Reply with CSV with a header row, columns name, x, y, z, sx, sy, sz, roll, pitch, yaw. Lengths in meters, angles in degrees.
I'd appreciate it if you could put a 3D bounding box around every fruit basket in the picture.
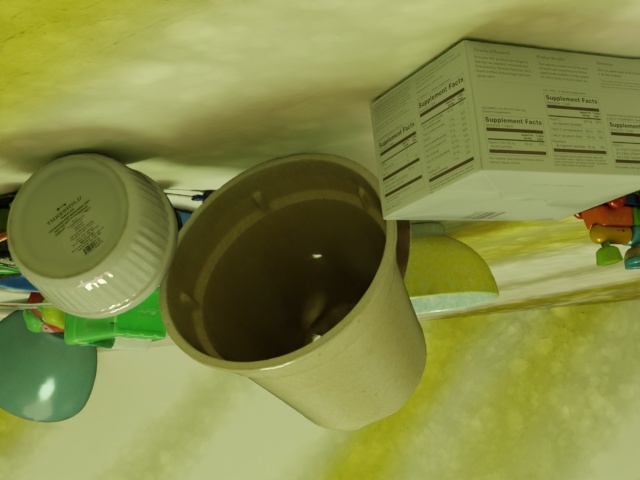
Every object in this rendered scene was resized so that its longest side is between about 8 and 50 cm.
name,x,y,z,sx,sy,sz,roll,pitch,yaw
fruit basket,-0.514,0.159,2.129,0.353,0.165,0.327,-7,169,23

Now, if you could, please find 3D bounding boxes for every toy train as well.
name,x,y,z,sx,sy,sz,roll,pitch,yaw
toy train,0.499,-0.019,1.791,0.248,0.143,0.105,1,167,-33

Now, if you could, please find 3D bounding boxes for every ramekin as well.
name,x,y,z,sx,sy,sz,roll,pitch,yaw
ramekin,-0.295,-0.014,1.274,0.207,0.207,0.109,-8,159,11

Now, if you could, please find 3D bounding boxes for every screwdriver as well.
name,x,y,z,sx,sy,sz,roll,pitch,yaw
screwdriver,-0.205,-0.063,1.507,0.170,0.025,0.024,1,167,-34

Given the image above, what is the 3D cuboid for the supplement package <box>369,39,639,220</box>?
name,x,y,z,sx,sy,sz,roll,pitch,yaw
supplement package,0.222,-0.115,1.152,0.262,0.145,0.204,1,167,-27

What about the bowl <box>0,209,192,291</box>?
name,x,y,z,sx,sy,sz,roll,pitch,yaw
bowl,-0.364,0.020,1.714,0.391,0.077,0.391,-6,169,-1

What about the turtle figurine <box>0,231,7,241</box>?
name,x,y,z,sx,sy,sz,roll,pitch,yaw
turtle figurine,-0.508,-0.057,1.219,0.270,0.087,0.217,5,159,-11

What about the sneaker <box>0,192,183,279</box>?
name,x,y,z,sx,sy,sz,roll,pitch,yaw
sneaker,-0.369,-0.003,1.445,0.344,0.134,0.146,-5,168,-4

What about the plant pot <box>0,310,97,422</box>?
name,x,y,z,sx,sy,sz,roll,pitch,yaw
plant pot,-0.648,0.256,2.382,0.290,0.290,0.195,5,128,-44

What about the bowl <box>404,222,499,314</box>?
name,x,y,z,sx,sy,sz,roll,pitch,yaw
bowl,0.195,0.053,1.967,0.290,0.155,0.289,-5,169,-1

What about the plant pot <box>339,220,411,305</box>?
name,x,y,z,sx,sy,sz,roll,pitch,yaw
plant pot,-0.004,0.015,1.621,0.231,0.215,0.215,12,164,-17

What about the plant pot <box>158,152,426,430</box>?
name,x,y,z,sx,sy,sz,roll,pitch,yaw
plant pot,-0.001,0.102,1.393,0.334,0.333,0.305,-10,141,22
